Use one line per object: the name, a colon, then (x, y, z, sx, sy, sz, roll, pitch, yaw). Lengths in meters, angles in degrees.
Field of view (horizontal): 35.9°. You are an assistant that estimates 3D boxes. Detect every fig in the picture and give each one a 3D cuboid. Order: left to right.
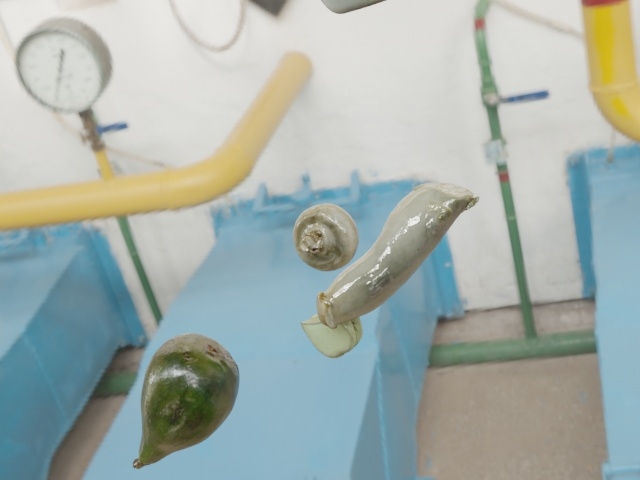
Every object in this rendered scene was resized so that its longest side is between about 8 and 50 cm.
fig: (-0.158, 0.194, 1.117, 0.117, 0.178, 0.117, 21, 15, -6)

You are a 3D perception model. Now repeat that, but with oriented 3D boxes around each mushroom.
mushroom: (0.000, 0.000, 1.174, 0.085, 0.085, 0.079, 1, 19, 30)
mushroom: (0.130, 0.024, 1.735, 0.351, 0.109, 0.097, -46, 40, -4)

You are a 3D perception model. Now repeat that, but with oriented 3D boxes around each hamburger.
hamburger: (0.026, 0.173, 1.818, 0.121, 0.084, 0.054, -14, 19, 37)

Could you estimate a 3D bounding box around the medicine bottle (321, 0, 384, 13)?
medicine bottle: (0.031, -0.411, 1.007, 0.179, 0.324, 0.124, -17, 19, 18)
